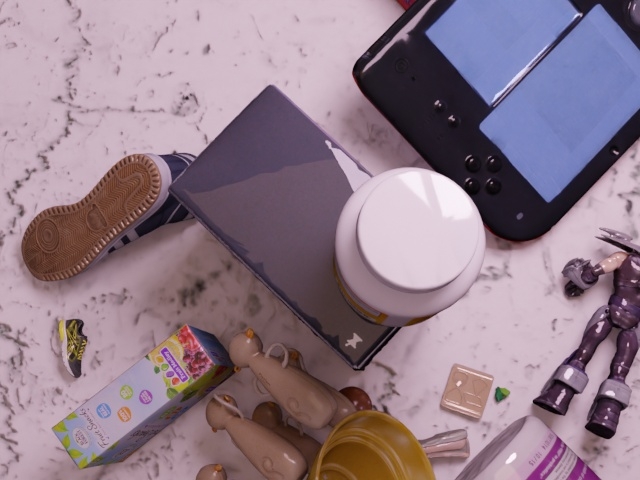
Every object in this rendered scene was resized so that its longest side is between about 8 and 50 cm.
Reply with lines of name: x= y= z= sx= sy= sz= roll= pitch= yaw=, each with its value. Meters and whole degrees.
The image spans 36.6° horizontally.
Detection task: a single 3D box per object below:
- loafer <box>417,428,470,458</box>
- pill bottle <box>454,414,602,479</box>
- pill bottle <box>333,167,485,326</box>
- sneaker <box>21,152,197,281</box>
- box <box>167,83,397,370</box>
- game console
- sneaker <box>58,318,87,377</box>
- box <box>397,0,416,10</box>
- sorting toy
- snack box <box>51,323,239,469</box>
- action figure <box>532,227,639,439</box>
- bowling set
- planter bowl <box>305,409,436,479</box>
loafer: x=0.136 y=0.281 z=1.274 sx=0.125 sy=0.045 sz=0.039 roll=-14 pitch=89 yaw=-1
pill bottle: x=0.309 y=0.376 z=1.187 sx=0.169 sy=0.169 sz=0.301 roll=-45 pitch=82 yaw=-3
pill bottle: x=0.081 y=0.008 z=0.915 sx=0.136 sy=0.245 sz=0.136 roll=0 pitch=82 yaw=0
sneaker: x=-0.272 y=-0.033 z=1.321 sx=0.282 sy=0.153 sz=0.099 roll=-30 pitch=83 yaw=30
box: x=0.000 y=0.000 z=1.192 sx=0.296 sy=0.294 sz=0.183 roll=43 pitch=87 yaw=7
game console: x=0.280 y=-0.227 z=1.259 sx=0.386 sy=0.060 sz=0.342 roll=-46 pitch=109 yaw=-3
sneaker: x=-0.334 y=0.145 z=1.323 sx=0.035 sy=0.031 sz=0.083 roll=-14 pitch=82 yaw=1
box: x=0.129 y=-0.417 z=1.324 sx=0.128 sy=0.122 sz=0.257 roll=-38 pitch=82 yaw=-4
sorting toy: x=0.209 y=0.205 z=1.294 sx=0.083 sy=0.012 sz=0.062 roll=18 pitch=79 yaw=9
snack box: x=-0.215 y=0.200 z=1.237 sx=0.207 sy=0.174 sz=0.070 roll=-37 pitch=79 yaw=-1
action figure: x=0.386 y=0.107 z=1.259 sx=0.185 sy=0.099 sz=0.285 roll=28 pitch=81 yaw=13
bowling set: x=-0.045 y=0.228 z=1.250 sx=0.154 sy=0.200 sz=0.287 roll=37 pitch=121 yaw=20
planter bowl: x=0.043 y=0.320 z=1.167 sx=0.090 sy=0.217 sz=0.217 roll=-25 pitch=79 yaw=41
